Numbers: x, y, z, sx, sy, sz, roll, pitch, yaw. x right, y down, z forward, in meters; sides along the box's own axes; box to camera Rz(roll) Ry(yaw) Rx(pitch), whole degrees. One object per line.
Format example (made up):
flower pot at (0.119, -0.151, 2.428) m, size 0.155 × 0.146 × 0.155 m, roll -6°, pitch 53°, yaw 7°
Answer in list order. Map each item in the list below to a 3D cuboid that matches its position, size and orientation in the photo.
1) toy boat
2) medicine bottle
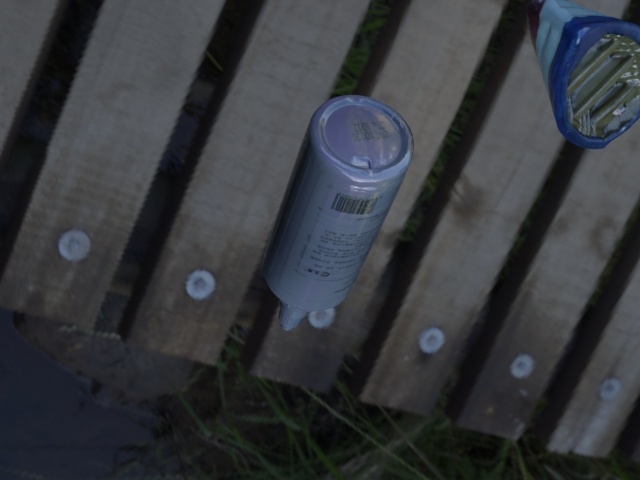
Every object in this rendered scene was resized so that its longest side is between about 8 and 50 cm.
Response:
toy boat at (0.167, -0.107, 0.732) m, size 0.080 × 0.046 × 0.229 m, roll -45°, pitch 158°, yaw 12°
medicine bottle at (0.000, 0.000, 0.672) m, size 0.057 × 0.058 × 0.199 m, roll -7°, pitch 149°, yaw -18°
